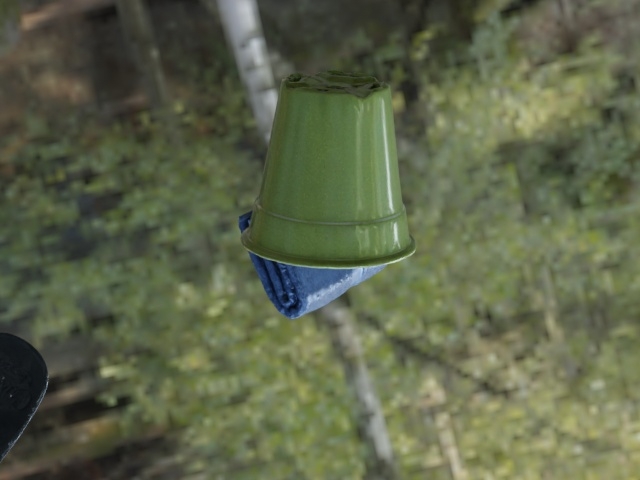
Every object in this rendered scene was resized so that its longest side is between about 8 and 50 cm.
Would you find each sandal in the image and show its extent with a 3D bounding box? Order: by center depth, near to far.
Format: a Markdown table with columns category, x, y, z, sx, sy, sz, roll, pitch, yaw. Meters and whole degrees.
| category | x | y | z | sx | sy | sz | roll | pitch | yaw |
| --- | --- | --- | --- | --- | --- | --- | --- | --- | --- |
| sandal | -0.202 | 0.128 | 0.996 | 0.067 | 0.179 | 0.040 | 33 | 171 | -19 |

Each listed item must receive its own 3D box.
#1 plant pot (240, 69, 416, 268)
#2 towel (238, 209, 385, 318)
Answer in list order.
| category | x | y | z | sx | sy | sz | roll | pitch | yaw |
| --- | --- | --- | --- | --- | --- | --- | --- | --- | --- |
| plant pot | 0.005 | -0.036 | 0.889 | 0.083 | 0.079 | 0.083 | 2 | -162 | -1 |
| towel | 0.000 | 0.000 | 1.095 | 0.029 | 0.067 | 0.119 | -18 | -174 | 31 |
